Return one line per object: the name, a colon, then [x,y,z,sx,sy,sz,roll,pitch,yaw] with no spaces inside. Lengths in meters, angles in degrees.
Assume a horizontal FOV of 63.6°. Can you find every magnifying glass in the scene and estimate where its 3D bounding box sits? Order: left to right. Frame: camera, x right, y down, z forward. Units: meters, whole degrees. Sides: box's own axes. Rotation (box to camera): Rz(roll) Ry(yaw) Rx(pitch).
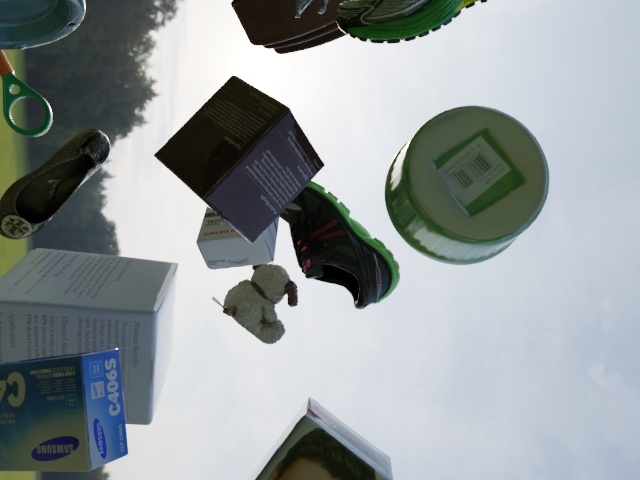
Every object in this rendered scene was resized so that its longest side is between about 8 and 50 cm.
magnifying glass: [-0.657,-0.331,1.106,0.230,0.092,0.026,64,-8,-6]

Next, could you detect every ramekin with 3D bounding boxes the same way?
ramekin: [0.285,-0.111,1.007,0.148,0.304,0.303,94,-11,-79]

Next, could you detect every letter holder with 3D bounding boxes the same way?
letter holder: [-0.033,-0.580,1.317,0.152,0.302,0.214,-78,149,-47]

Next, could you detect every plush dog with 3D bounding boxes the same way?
plush dog: [-0.195,0.170,1.657,0.262,0.210,0.225,39,-96,29]

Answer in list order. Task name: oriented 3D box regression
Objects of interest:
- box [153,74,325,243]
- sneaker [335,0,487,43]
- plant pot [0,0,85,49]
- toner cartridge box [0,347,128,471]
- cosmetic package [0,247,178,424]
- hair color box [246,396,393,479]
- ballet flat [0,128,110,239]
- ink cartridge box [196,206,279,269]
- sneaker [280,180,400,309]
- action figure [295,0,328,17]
box: [-0.137,-0.142,0.907,0.203,0.168,0.167,-47,-124,-6]
sneaker: [0.175,-0.412,0.766,0.344,0.146,0.134,-22,-144,17]
plant pot: [-0.394,-0.354,0.608,0.293,0.293,0.196,-22,-96,59]
toner cartridge box: [-0.469,0.274,0.827,0.348,0.075,0.165,-12,-97,24]
cosmetic package: [-0.604,0.242,1.351,0.327,0.394,0.329,-107,-155,-69]
hair color box: [-0.060,0.487,0.894,0.374,0.185,0.113,-54,176,1]
ballet flat: [-0.452,-0.090,0.872,0.250,0.084,0.058,-42,-137,1]
ink cartridge box: [-0.202,-0.049,1.325,0.237,0.172,0.100,-88,167,-47]
sneaker: [0.000,0.000,1.433,0.483,0.202,0.185,40,-24,11]
action figure: [-0.038,-0.344,0.602,0.141,0.164,0.275,-54,-146,21]
